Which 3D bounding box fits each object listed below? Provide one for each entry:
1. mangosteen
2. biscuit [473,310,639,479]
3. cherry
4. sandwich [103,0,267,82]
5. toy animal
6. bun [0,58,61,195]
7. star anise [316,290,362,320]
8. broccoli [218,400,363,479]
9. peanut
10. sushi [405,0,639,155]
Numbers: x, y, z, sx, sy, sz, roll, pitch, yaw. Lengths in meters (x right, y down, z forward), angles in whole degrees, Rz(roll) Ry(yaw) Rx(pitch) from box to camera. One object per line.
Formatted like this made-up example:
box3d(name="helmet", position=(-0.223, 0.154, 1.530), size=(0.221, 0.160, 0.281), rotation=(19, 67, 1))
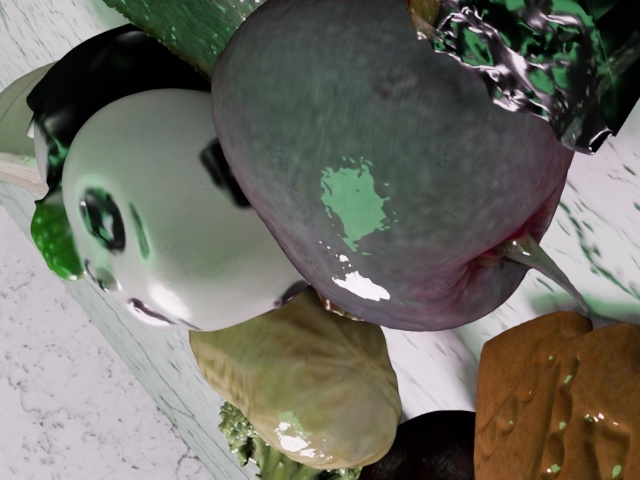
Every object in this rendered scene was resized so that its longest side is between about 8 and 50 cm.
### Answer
box3d(name="mangosteen", position=(0.107, 0.275, 1.404), size=(0.211, 0.250, 0.211), rotation=(39, 162, 15))
box3d(name="biscuit", position=(0.170, 0.160, 1.090), size=(0.306, 0.043, 0.284), rotation=(-121, 45, -55))
box3d(name="cherry", position=(0.049, -0.050, 0.921), size=(0.266, 0.183, 0.213), rotation=(29, 145, 13))
box3d(name="sandwich", position=(-0.078, -0.219, 1.053), size=(0.271, 0.099, 0.301), rotation=(41, 161, 28))
box3d(name="toy animal", position=(-0.123, -0.040, 1.225), size=(0.212, 0.212, 0.267), rotation=(62, -178, -37))
box3d(name="bun", position=(-0.191, -0.118, 1.509), size=(0.263, 0.175, 0.263), rotation=(14, 176, 1))
box3d(name="star anise", position=(0.007, 0.001, 1.334), size=(0.196, 0.111, 0.212), rotation=(39, 155, 13))
box3d(name="broccoli", position=(-0.005, 0.233, 1.758), size=(0.226, 0.176, 0.198), rotation=(58, 175, 29))
box3d(name="peanut", position=(-0.028, 0.105, 1.448), size=(0.152, 0.152, 0.313), rotation=(58, 167, -26))
box3d(name="sushi", position=(0.084, -0.144, 0.687), size=(0.150, 0.153, 0.172), rotation=(30, -175, -3))
